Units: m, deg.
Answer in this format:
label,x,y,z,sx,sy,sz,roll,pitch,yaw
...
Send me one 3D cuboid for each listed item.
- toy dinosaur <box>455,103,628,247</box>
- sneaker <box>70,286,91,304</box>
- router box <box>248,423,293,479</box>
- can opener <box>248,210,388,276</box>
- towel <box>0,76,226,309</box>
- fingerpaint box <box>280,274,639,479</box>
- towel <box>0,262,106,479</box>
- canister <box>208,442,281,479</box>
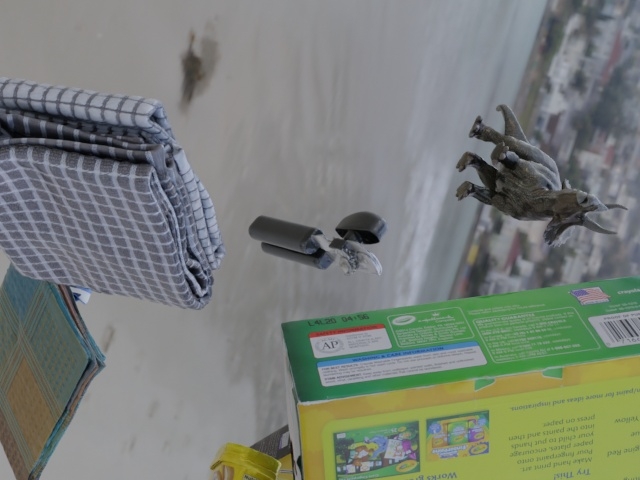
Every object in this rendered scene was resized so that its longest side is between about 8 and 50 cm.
label,x,y,z,sx,sy,sz,roll,pitch,yaw
toy dinosaur,0.271,-0.083,1.458,0.121,0.160,0.313,-55,-162,17
sneaker,-0.475,0.092,1.930,0.053,0.144,0.059,45,40,-67
router box,0.029,0.470,2.165,0.243,0.309,0.081,-38,-148,44
can opener,0.000,0.000,1.657,0.093,0.280,0.074,-54,126,-23
towel,-0.242,-0.038,1.144,0.283,0.235,0.121,75,29,-57
fingerpaint box,0.192,0.253,1.211,0.163,0.445,0.371,-108,-168,-61
towel,-0.450,0.189,1.682,0.040,0.271,0.370,-7,144,-39
canister,-0.114,0.332,1.259,0.126,0.073,0.169,128,-16,-67
